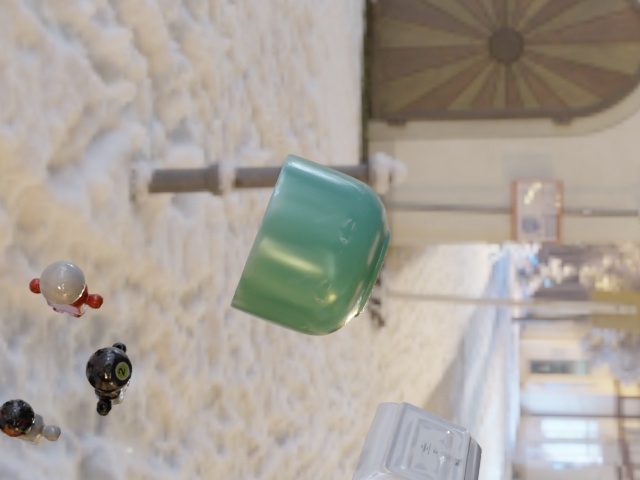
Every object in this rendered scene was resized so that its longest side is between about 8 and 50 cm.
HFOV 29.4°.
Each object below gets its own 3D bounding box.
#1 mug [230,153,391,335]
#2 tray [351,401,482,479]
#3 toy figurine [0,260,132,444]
[{"bbox_3d":[0.001,-0.001,0.961,0.129,0.097,0.158,114,-3,-55],"label":"mug"},{"bbox_3d":[0.123,0.257,1.442,0.270,0.145,0.030,-52,166,-74],"label":"tray"},{"bbox_3d":[-0.365,0.153,1.605,0.213,0.209,0.148,62,-13,12],"label":"toy figurine"}]
